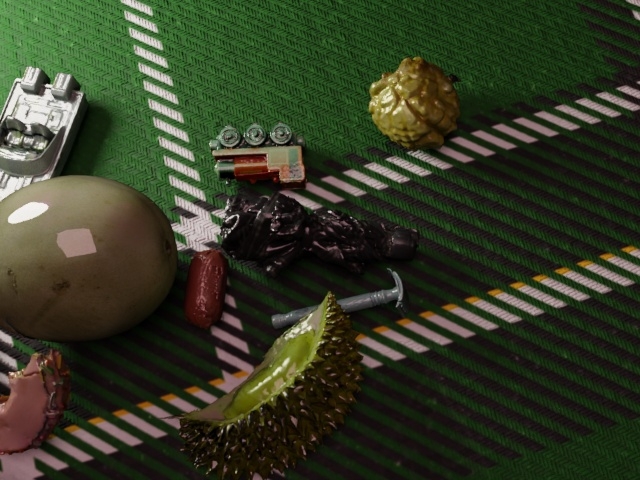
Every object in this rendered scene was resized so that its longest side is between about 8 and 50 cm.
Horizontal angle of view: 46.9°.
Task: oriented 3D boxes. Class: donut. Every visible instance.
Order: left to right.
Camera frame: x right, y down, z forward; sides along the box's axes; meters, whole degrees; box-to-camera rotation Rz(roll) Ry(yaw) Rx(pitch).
[{"bbox_3d":[-0.504,0.239,1.175,0.232,0.085,0.199,16,105,10],"label":"donut"}]

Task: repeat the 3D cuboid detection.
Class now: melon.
[{"bbox_3d":[-0.396,0.028,1.179,0.330,0.268,0.269,-8,71,12],"label":"melon"}]

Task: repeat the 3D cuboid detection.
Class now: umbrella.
[{"bbox_3d":[-0.005,0.010,1.254,0.336,0.154,0.128,15,40,-13],"label":"umbrella"}]

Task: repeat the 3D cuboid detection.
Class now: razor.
[{"bbox_3d":[0.032,0.115,1.240,0.231,0.106,0.068,-15,71,9],"label":"razor"}]

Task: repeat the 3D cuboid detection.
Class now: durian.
[{"bbox_3d":[-0.067,0.252,1.172,0.352,0.158,0.169,-41,42,0],"label":"durian"}]

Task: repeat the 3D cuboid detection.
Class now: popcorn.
[{"bbox_3d":[0.175,-0.243,1.317,0.173,0.142,0.174,11,47,-11],"label":"popcorn"}]

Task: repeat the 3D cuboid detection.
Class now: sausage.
[{"bbox_3d":[-0.194,0.081,1.253,0.076,0.076,0.141,4,75,3],"label":"sausage"}]

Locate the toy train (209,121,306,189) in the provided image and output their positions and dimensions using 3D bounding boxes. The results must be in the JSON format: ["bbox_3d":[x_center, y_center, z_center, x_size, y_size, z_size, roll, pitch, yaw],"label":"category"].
[{"bbox_3d":[-0.111,-0.147,1.328,0.175,0.074,0.118,-4,75,-2],"label":"toy train"}]

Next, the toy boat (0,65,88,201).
[{"bbox_3d":[-0.533,-0.158,1.333,0.141,0.092,0.320,12,74,8],"label":"toy boat"}]
